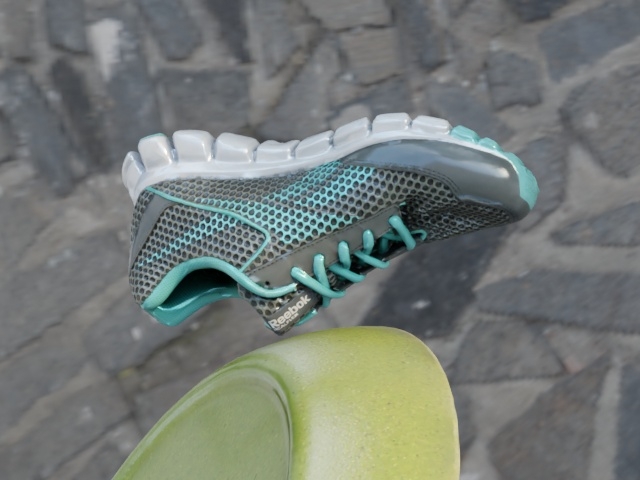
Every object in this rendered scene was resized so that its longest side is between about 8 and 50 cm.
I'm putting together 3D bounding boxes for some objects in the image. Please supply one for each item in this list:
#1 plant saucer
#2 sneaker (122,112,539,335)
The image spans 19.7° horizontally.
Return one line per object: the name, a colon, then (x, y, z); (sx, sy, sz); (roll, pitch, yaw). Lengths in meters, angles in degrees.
plant saucer: (-0.046, 0.125, 0.564); (0.037, 0.241, 0.241); (31, 114, -20)
sneaker: (0.000, 0.000, 0.685); (0.166, 0.065, 0.076); (-5, 63, 25)
